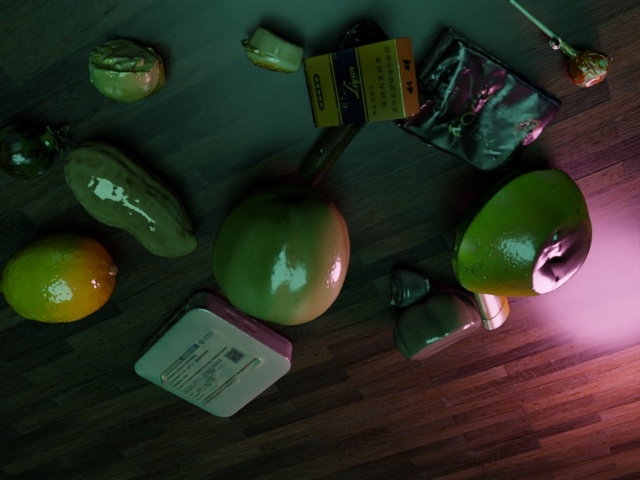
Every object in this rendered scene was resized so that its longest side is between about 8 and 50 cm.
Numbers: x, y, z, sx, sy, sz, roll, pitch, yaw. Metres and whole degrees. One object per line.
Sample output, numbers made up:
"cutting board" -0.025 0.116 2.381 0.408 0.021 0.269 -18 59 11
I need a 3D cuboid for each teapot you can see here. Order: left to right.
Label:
"teapot" 0.270 0.153 1.521 0.108 0.111 0.149 -6 121 -12

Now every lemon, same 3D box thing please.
"lemon" -0.710 0.103 1.383 0.320 0.245 0.245 -9 124 2

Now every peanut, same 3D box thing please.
"peanut" -0.474 -0.089 1.301 0.192 0.169 0.387 -32 120 26

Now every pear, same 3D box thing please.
"pear" 0.540 0.006 1.291 0.399 0.165 0.398 -16 125 -24

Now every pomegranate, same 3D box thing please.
"pomegranate" -0.695 -0.216 1.229 0.169 0.148 0.148 -3 125 3

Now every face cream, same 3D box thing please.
"face cream" 0.493 0.138 1.503 0.067 0.139 0.285 3 133 39

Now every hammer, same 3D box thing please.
"hammer" 0.068 -0.278 1.210 0.242 0.095 0.409 51 132 9

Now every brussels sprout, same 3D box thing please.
"brussels sprout" -0.428 -0.363 1.132 0.152 0.149 0.122 32 145 23

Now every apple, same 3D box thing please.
"apple" -0.094 0.027 1.294 0.358 0.357 0.357 -1 125 -1

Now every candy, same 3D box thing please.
"candy" 0.533 -0.451 1.142 0.288 0.078 0.084 35 121 -13

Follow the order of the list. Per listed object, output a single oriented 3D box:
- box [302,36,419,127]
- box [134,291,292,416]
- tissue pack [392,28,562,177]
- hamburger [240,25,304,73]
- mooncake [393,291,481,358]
"box" 0.082 -0.325 1.069 0.237 0.070 0.152 4 113 37
"box" -0.348 0.383 1.665 0.397 0.111 0.396 37 116 -23
"tissue pack" 0.360 -0.305 1.196 0.333 0.123 0.245 25 120 -17
"hamburger" -0.106 -0.412 1.113 0.141 0.126 0.081 20 111 -19
"mooncake" 0.346 0.256 1.529 0.275 0.135 0.275 -20 154 -10
